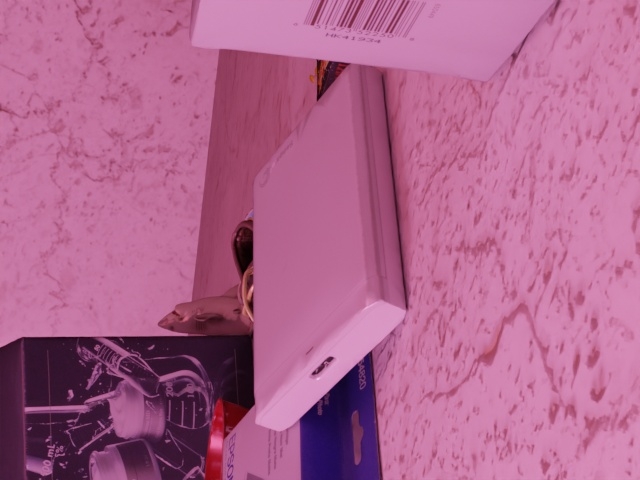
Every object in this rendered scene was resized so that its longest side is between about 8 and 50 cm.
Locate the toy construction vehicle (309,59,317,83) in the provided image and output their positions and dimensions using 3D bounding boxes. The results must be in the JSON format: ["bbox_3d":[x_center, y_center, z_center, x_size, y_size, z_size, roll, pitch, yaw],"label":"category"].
[{"bbox_3d":[0.008,-0.235,1.580,0.086,0.035,0.098,-155,68,-68],"label":"toy construction vehicle"}]

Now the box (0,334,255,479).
[{"bbox_3d":[-0.250,0.300,1.683,0.179,0.313,0.343,-24,68,59],"label":"box"}]

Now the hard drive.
[{"bbox_3d":[0.000,0.000,1.249,0.203,0.040,0.307,-47,32,37],"label":"hard drive"}]

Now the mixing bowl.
[{"bbox_3d":[-0.080,0.280,1.561,0.181,0.098,0.181,-174,90,-81],"label":"mixing bowl"}]

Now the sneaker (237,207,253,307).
[{"bbox_3d":[-0.071,0.028,1.845,0.073,0.063,0.162,26,115,61],"label":"sneaker"}]

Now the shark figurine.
[{"bbox_3d":[-0.118,0.146,1.976,0.278,0.166,0.116,21,131,63],"label":"shark figurine"}]

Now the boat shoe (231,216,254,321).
[{"bbox_3d":[-0.045,0.057,1.496,0.324,0.097,0.116,-106,24,-66],"label":"boat shoe"}]

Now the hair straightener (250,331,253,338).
[{"bbox_3d":[-0.053,0.118,1.710,0.230,0.047,0.089,158,110,-74],"label":"hair straightener"}]

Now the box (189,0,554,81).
[{"bbox_3d":[0.038,-0.303,0.870,0.168,0.215,0.345,124,151,-71],"label":"box"}]

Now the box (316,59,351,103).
[{"bbox_3d":[0.039,-0.264,1.360,0.233,0.044,0.159,110,163,-56],"label":"box"}]

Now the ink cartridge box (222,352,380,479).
[{"bbox_3d":[-0.025,0.220,1.219,0.224,0.045,0.223,-51,29,37],"label":"ink cartridge box"}]
